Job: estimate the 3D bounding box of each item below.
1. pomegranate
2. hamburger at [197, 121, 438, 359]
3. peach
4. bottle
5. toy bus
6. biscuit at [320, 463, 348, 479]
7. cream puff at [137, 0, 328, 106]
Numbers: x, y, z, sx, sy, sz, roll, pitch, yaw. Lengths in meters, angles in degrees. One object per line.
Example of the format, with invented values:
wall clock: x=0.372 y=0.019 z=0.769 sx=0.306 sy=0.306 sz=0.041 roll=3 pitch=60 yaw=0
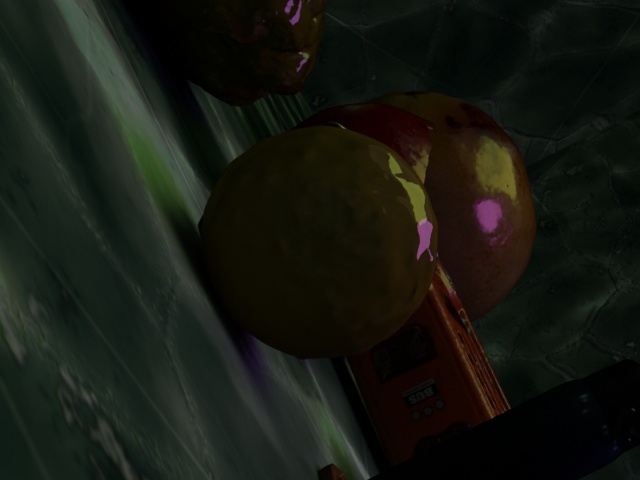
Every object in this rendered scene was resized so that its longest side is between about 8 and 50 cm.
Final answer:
pomegranate: x=0.112 y=-0.023 z=1.589 sx=0.319 sy=0.319 sz=0.319 roll=63 pitch=4 yaw=-9
hamburger: x=0.000 y=0.000 z=0.858 sx=0.162 sy=0.162 sz=0.115 roll=63 pitch=3 yaw=-5
peach: x=0.033 y=-0.020 z=1.123 sx=0.190 sy=0.192 sz=0.190 roll=53 pitch=18 yaw=-26
bottle: x=0.151 y=0.170 z=1.004 sx=0.072 sy=0.244 sz=0.082 roll=62 pitch=4 yaw=-14
toy bus: x=0.104 y=0.145 z=1.304 sx=0.329 sy=0.143 sz=0.153 roll=68 pitch=9 yaw=28
biscuit: x=0.026 y=0.197 z=0.895 sx=0.091 sy=0.015 sz=0.078 roll=66 pitch=5 yaw=26
cream puff: x=-0.071 y=-0.246 z=1.175 sx=0.196 sy=0.244 sz=0.244 roll=18 pitch=30 yaw=-29
